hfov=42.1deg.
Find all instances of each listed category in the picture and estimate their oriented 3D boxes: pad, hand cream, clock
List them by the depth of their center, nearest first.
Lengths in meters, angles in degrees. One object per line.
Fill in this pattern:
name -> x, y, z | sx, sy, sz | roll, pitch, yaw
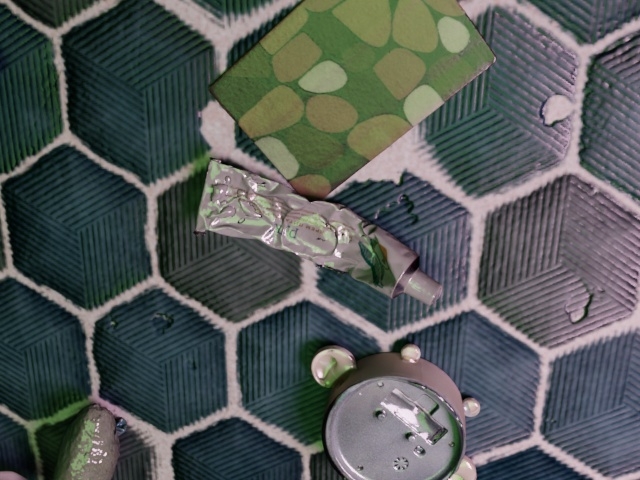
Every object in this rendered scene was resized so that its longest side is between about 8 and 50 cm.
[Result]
pad -> 0.027, -0.155, 0.779 | 0.235, 0.003, 0.158 | -37, 102, 20
hand cream -> 0.001, -0.001, 0.821 | 0.256, 0.050, 0.084 | 22, 116, 5
clock -> 0.080, 0.198, 0.883 | 0.229, 0.063, 0.155 | 43, 113, -11

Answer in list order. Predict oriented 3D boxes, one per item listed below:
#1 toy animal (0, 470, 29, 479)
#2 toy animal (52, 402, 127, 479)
toy animal -> -0.501, 0.261, 0.953 | 0.325, 0.154, 0.208 | 42, 118, -14
toy animal -> -0.287, 0.292, 0.971 | 0.070, 0.079, 0.253 | 22, 115, -7
